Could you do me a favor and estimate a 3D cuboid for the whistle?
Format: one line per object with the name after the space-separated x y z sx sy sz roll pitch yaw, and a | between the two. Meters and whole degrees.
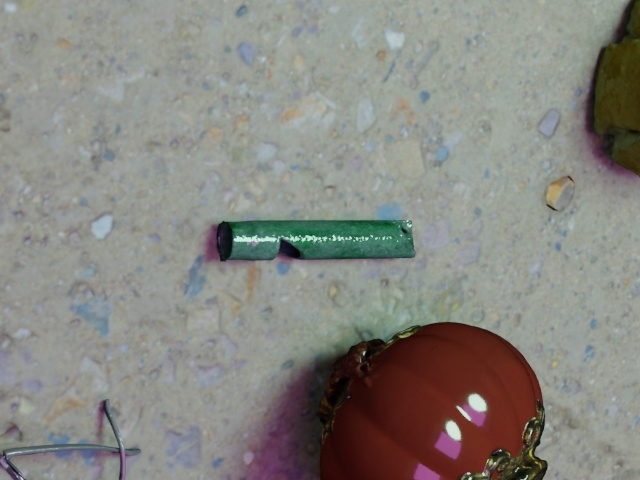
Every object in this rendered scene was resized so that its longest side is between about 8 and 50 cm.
0.000 0.000 1.321 0.186 0.039 0.039 -1 103 -26 | whistle

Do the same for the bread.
0.382 -0.167 1.411 0.186 0.124 0.257 38 82 -29 | bread

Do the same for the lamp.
0.094 0.174 1.318 0.227 0.227 0.227 -6 105 -24 | lamp

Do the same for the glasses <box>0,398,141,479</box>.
-0.196 0.196 1.264 0.104 0.062 0.140 -42 117 -12 | glasses
